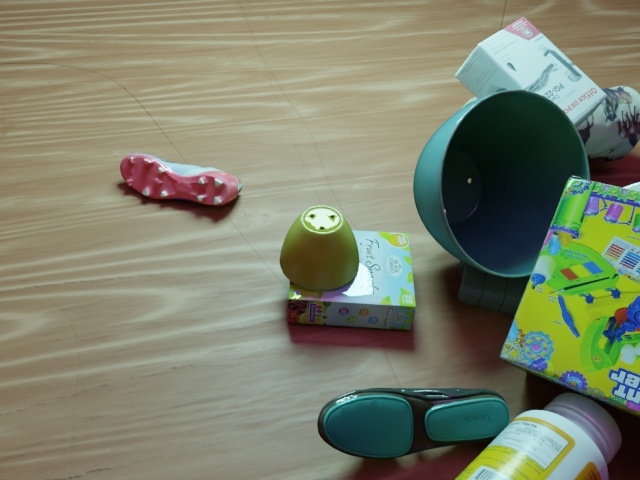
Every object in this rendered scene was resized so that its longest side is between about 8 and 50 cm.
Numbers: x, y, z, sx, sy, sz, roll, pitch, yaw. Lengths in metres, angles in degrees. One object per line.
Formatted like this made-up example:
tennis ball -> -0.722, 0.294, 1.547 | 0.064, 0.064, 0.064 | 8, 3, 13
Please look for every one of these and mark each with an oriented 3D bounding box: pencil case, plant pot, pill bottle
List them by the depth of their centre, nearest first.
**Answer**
pill bottle -> 0.273, 0.304, 0.780 | 0.246, 0.136, 0.136 | -31, 54, -30
plant pot -> 0.000, 0.000, 0.996 | 0.134, 0.095, 0.134 | 1, 44, -1
plant pot -> 0.272, -0.092, 1.040 | 0.290, 0.290, 0.195 | -17, 9, -20
pencil case -> 0.468, -0.226, 1.273 | 0.410, 0.183, 0.160 | -9, 67, -23

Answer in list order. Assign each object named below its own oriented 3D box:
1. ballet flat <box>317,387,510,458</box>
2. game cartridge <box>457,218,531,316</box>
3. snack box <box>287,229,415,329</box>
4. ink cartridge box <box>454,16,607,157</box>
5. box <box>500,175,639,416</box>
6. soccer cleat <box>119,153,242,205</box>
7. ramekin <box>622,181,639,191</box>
ballet flat -> 0.124, 0.250, 0.860 | 0.280, 0.096, 0.095 | 4, 88, -14
game cartridge -> 0.392, 0.000, 1.154 | 0.230, 0.068, 0.355 | 18, 46, 8
snack box -> 0.052, 0.062, 1.056 | 0.207, 0.070, 0.174 | 4, 44, -2
ink cartridge box -> 0.380, -0.278, 1.111 | 0.158, 0.092, 0.218 | -36, 80, -31
box -> 0.449, 0.098, 0.841 | 0.290, 0.177, 0.279 | 20, 84, 34
soccer cleat -> -0.277, -0.121, 1.223 | 0.248, 0.083, 0.095 | 12, 16, 15
ramekin -> 0.552, -0.019, 1.036 | 0.207, 0.207, 0.109 | -6, 71, -10
